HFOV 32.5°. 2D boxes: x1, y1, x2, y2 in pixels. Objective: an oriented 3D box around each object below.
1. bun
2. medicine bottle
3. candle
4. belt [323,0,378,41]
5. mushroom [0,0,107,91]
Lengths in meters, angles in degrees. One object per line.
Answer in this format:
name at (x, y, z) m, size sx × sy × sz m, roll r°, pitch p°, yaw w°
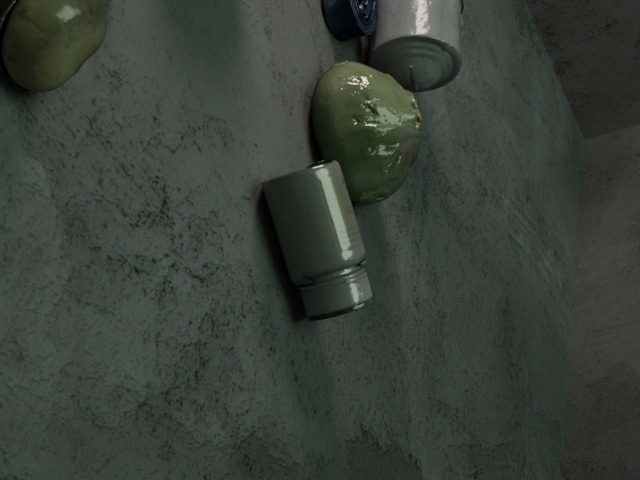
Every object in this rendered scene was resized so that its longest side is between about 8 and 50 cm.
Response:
bun at (0.114, -0.221, 2.186) m, size 0.293 × 0.187 × 0.293 m, roll 35°, pitch 49°, yaw -54°
medicine bottle at (0.000, 0.000, 1.893) m, size 0.143 × 0.143 × 0.258 m, roll -20°, pitch 94°, yaw -63°
candle at (0.213, -0.465, 2.476) m, size 0.221 × 0.221 × 0.342 m, roll 40°, pitch 46°, yaw -49°
belt at (0.070, -0.519, 2.371) m, size 0.141 × 0.082 × 0.190 m, roll 61°, pitch 30°, yaw -36°
mushroom at (-0.346, -0.265, 1.391) m, size 0.154 × 0.122 × 0.154 m, roll -52°, pitch 163°, yaw -23°
